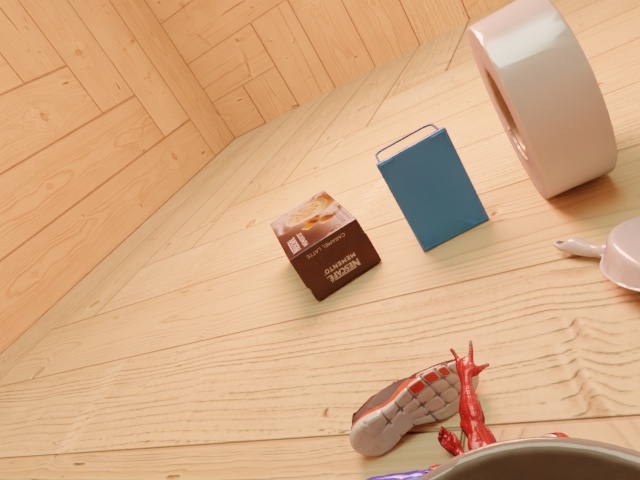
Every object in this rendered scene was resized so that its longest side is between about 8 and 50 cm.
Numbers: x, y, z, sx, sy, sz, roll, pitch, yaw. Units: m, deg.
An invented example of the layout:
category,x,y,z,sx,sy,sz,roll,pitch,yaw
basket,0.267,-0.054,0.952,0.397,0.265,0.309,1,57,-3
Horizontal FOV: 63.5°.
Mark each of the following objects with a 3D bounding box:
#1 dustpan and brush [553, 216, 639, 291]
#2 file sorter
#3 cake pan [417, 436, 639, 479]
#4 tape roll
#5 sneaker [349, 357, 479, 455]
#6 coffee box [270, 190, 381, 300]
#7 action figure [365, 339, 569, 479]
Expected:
category,x,y,z,sx,sy,sz,roll,pitch,yaw
dustpan and brush,0.350,0.010,0.579,0.147,0.060,0.211,-26,26,-20
file sorter,0.181,-0.094,0.866,0.118,0.170,0.104,-28,18,11
cake pan,0.133,0.255,0.273,0.293,0.054,0.293,-24,35,18
tape roll,0.321,-0.209,0.764,0.100,0.286,0.286,-26,23,18
sneaker,0.096,0.169,0.570,0.158,0.061,0.065,-31,15,3
coffee box,0.000,0.000,1.001,0.141,0.098,0.246,-33,21,-1
action figure,0.082,0.198,0.474,0.280,0.091,0.139,-24,33,21
